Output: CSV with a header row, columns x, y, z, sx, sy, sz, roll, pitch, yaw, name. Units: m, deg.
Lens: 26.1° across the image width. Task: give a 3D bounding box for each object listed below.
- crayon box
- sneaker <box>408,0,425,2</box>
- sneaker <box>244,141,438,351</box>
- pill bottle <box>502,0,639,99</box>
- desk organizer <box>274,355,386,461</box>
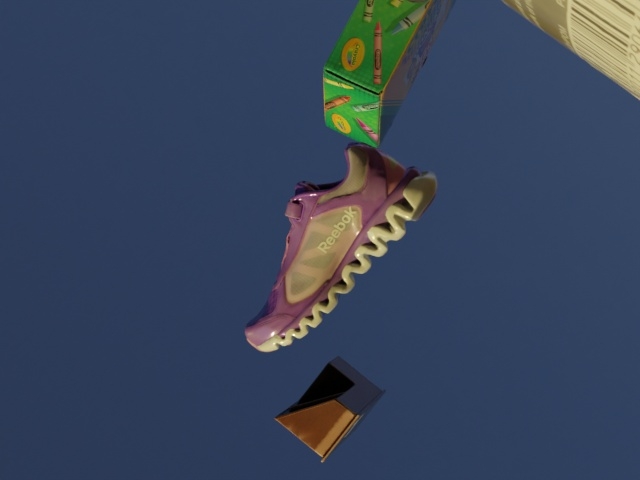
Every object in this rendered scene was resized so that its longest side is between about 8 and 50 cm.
x,y,z,sx,sy,sz,roll,pitch,yaw,name
0.098,-0.274,1.726,0.081,0.165,0.278,25,-106,10,crayon box
0.063,-0.313,1.254,0.078,0.106,0.234,-32,-60,-10,sneaker
0.000,0.000,1.299,0.104,0.095,0.236,40,-80,-6,sneaker
0.113,-0.189,0.598,0.176,0.176,0.318,-28,-123,-35,pill bottle
0.009,0.131,1.097,0.050,0.130,0.047,38,-81,8,desk organizer
